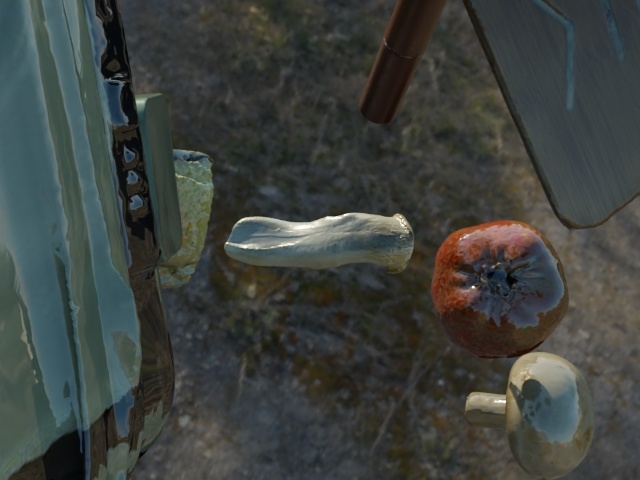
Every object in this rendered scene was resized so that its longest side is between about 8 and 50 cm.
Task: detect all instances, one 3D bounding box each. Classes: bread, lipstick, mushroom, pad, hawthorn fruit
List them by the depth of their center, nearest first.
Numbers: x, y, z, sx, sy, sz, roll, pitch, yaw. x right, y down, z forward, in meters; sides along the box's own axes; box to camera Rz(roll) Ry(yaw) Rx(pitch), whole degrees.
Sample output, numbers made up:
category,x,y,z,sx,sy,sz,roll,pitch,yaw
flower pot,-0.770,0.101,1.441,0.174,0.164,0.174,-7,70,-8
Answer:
category,x,y,z,sx,sy,sz,roll,pitch,yaw
pad,0.222,-0.187,0.773,0.284,0.286,0.018,-36,29,-14
mushroom,-0.001,0.003,1.231,0.202,0.054,0.059,-1,65,9
lipstick,0.116,-0.272,1.395,0.057,0.356,0.057,7,54,-10
bread,-0.278,-0.015,1.650,0.204,0.262,0.162,10,44,-41
hawthorn fruit,0.264,0.077,1.765,0.211,0.262,0.210,0,84,1
mushroom,0.338,0.287,1.917,0.215,0.207,0.207,-2,31,28

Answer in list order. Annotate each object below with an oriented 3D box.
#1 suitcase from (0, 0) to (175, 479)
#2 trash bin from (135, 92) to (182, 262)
category,x,y,z,sx,sy,sz,roll,pitch,yaw
suitcase,-0.227,-0.045,0.389,0.352,0.339,0.194,-6,9,18
trash bin,-0.357,-0.062,1.426,0.344,0.222,0.158,-3,10,7
